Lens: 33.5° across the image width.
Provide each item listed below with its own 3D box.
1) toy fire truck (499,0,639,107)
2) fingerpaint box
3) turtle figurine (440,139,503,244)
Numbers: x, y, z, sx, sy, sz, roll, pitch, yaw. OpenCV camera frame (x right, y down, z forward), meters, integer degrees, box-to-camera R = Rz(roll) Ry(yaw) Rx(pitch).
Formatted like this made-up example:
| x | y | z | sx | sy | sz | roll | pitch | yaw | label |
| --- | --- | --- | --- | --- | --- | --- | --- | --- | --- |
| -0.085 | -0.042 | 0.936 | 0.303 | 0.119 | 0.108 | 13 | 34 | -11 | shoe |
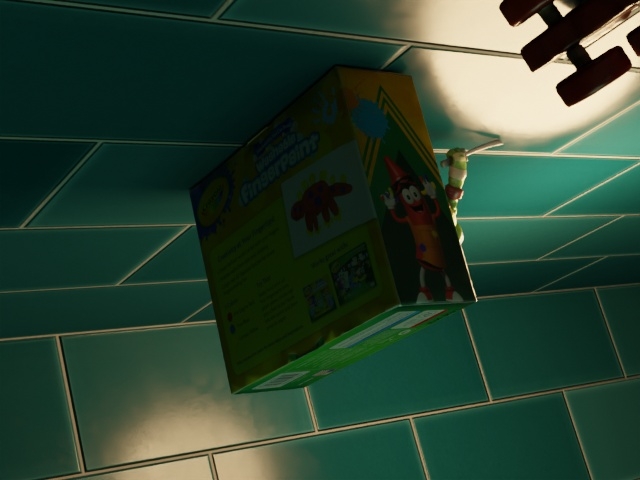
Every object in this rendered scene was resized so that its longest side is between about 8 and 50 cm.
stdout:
| x | y | z | sx | sy | sz | roll | pitch | yaw | label |
| --- | --- | --- | --- | --- | --- | --- | --- | --- | --- |
| 0.401 | -0.325 | 1.385 | 0.254 | 0.169 | 0.302 | -35 | 180 | -42 | toy fire truck |
| 0.000 | 0.000 | 1.664 | 0.163 | 0.371 | 0.445 | 0 | 157 | -38 | fingerpaint box |
| 0.163 | -0.108 | 1.937 | 0.198 | 0.274 | 0.266 | 0 | 156 | 42 | turtle figurine |
